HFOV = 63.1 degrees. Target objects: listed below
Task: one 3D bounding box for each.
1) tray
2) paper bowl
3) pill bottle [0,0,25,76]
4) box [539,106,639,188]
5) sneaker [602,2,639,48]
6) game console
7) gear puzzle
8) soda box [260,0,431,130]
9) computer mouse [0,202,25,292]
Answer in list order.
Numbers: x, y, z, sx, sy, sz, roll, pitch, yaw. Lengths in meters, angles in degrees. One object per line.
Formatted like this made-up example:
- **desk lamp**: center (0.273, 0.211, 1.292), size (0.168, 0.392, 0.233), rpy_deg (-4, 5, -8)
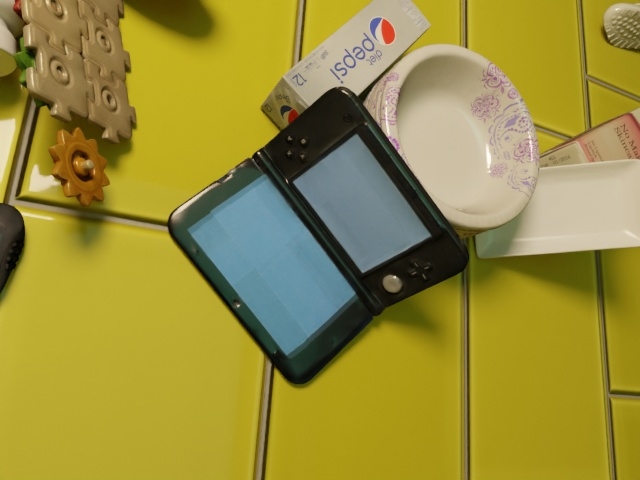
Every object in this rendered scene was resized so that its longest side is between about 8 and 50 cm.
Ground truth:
- **tray**: center (0.395, -0.051, 0.877), size (0.270, 0.030, 0.145), rpy_deg (-5, 87, 12)
- **paper bowl**: center (0.182, -0.139, 0.805), size (0.284, 0.148, 0.284), rpy_deg (6, 76, -26)
- **pill bottle**: center (-0.391, -0.295, 0.576), size (0.118, 0.117, 0.208), rpy_deg (-4, 81, -27)
- **box**: center (0.528, -0.136, 0.987), size (0.232, 0.127, 0.148), rpy_deg (-26, 90, -28)
- **sneaker**: center (0.728, -0.506, 1.207), size (0.235, 0.090, 0.094), rpy_deg (3, 64, -29)
- **game console**: center (0.000, 0.000, 0.675), size (0.293, 0.250, 0.173), rpy_deg (52, 37, -7)
- **gear puzzle**: center (-0.288, -0.199, 0.605), size (0.044, 0.175, 0.338), rpy_deg (-12, 80, 15)
- **soda box**: center (0.043, -0.268, 0.795), size (0.091, 0.098, 0.286), rpy_deg (46, 63, -9)
- **computer mouse**: center (-0.378, 0.069, 0.542), size (0.071, 0.041, 0.242), rpy_deg (20, 71, -22)
